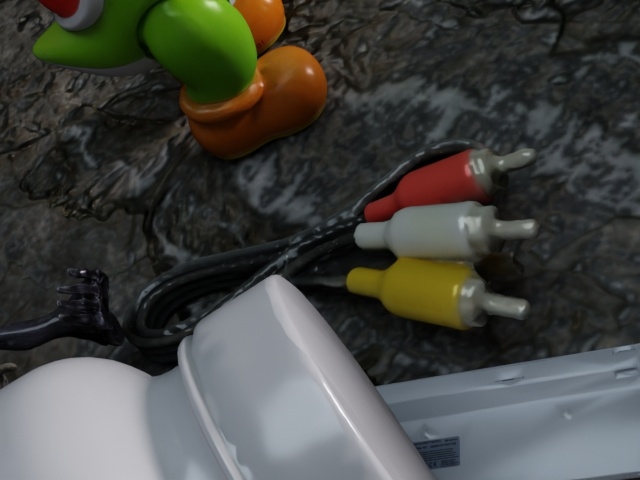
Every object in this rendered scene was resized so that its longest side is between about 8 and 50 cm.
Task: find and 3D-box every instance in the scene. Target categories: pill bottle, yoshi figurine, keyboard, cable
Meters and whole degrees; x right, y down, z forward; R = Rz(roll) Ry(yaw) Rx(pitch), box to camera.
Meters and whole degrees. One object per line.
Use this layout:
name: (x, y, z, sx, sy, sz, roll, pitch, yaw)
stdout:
pill bottle: (-0.137, 0.200, 0.503, 0.408, 0.229, 0.229, -35, 47, 2)
yoshi figurine: (-0.100, -0.233, 0.709, 0.204, 0.362, 0.203, 2, 58, 31)
keyboard: (0.062, 0.107, 0.608, 0.256, 0.014, 0.072, -13, 57, 22)
cable: (0.000, 0.000, 0.677, 0.287, 0.072, 0.139, -6, 56, 26)

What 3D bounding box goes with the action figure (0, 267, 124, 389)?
action figure: (-0.247, 0.105, 0.690, 0.276, 0.141, 0.164, -24, 59, 19)
